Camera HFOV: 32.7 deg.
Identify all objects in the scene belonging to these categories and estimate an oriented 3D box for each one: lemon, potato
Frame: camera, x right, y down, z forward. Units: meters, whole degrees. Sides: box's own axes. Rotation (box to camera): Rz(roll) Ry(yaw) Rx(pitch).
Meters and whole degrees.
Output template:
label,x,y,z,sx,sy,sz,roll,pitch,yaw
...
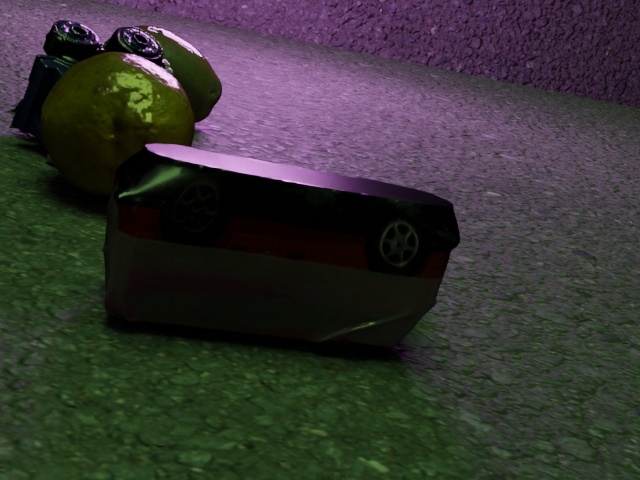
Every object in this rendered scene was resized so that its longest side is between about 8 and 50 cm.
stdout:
label,x,y,z,sx,sy,sz,roll,pitch,yaw
lemon,-0.228,-0.129,1.223,0.170,0.169,0.207,8,12,-16
potato,-0.251,-0.251,1.696,0.194,0.157,0.157,27,17,2

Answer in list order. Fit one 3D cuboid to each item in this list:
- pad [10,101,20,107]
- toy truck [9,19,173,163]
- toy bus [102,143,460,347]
label,x,y,z,sx,sy,sz,roll,pitch,yaw
pad,-0.344,-0.178,1.590,0.188,0.006,0.113,15,15,1
toy truck,-0.278,-0.171,1.402,0.213,0.161,0.177,-2,42,-44
toy bus,-0.038,0.006,0.946,0.303,0.147,0.127,10,16,-17
